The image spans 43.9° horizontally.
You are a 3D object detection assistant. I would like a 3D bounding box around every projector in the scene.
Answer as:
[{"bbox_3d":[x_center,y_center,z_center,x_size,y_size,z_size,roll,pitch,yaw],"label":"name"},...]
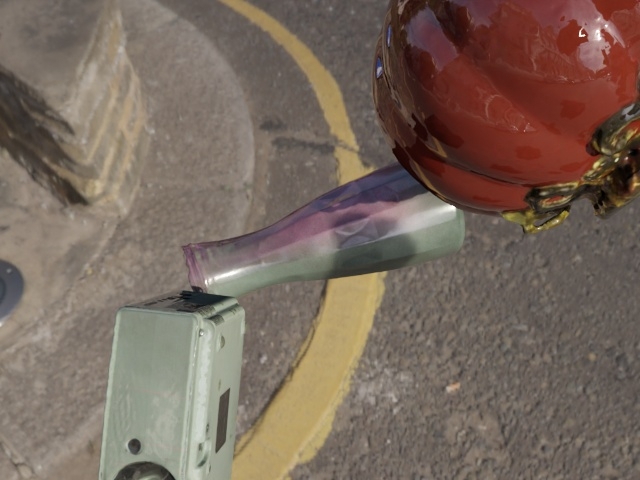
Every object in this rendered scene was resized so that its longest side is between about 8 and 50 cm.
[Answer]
[{"bbox_3d":[-0.087,0.110,0.489,0.061,0.115,0.147,5,92,7],"label":"projector"}]

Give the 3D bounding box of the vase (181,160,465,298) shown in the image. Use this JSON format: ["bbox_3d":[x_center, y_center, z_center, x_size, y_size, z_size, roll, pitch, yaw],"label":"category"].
[{"bbox_3d":[0.000,0.000,0.623,0.214,0.086,0.086,-17,49,-11],"label":"vase"}]

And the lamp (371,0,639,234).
[{"bbox_3d":[0.130,-0.119,0.450,0.226,0.227,0.227,-3,48,3],"label":"lamp"}]
